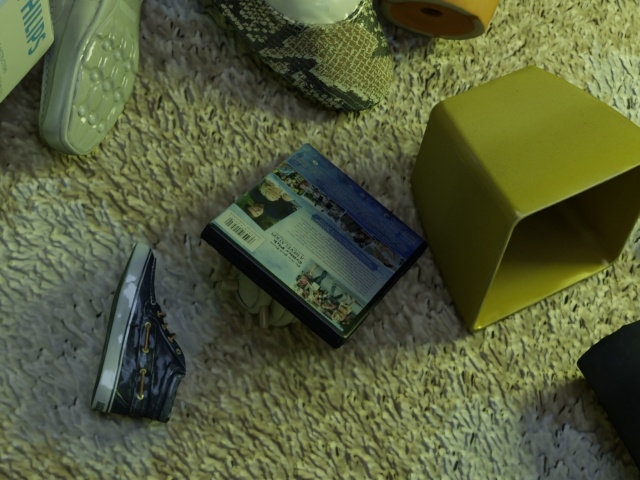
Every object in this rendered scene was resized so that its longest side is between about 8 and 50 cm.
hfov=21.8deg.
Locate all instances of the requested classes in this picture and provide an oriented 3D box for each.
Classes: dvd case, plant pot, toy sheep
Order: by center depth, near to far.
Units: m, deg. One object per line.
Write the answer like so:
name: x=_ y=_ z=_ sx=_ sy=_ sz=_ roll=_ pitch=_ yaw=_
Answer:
toy sheep: x=-0.046 y=0.050 z=1.738 sx=0.132 sy=0.091 sz=0.091 roll=2 pitch=64 yaw=-36
dvd case: x=0.000 y=0.000 z=1.744 sx=0.180 sy=0.022 sz=0.253 roll=40 pitch=32 yaw=4
plant pot: x=0.215 y=-0.063 z=1.810 sx=0.212 sy=0.212 sz=0.187 roll=-24 pitch=61 yaw=-25
plant pot: x=0.149 y=-0.343 z=1.928 sx=0.205 sy=0.205 sz=0.188 roll=15 pitch=77 yaw=-9

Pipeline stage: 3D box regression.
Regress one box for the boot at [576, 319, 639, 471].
boot: x=0.375 y=0.296 z=1.701 sx=0.367 sy=0.146 sz=0.445 roll=-17 pitch=69 yaw=-10

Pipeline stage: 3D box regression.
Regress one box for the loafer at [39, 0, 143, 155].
loafer: x=-0.258 y=-0.239 z=1.813 sx=0.111 sy=0.112 sz=0.320 roll=0 pitch=65 yaw=25

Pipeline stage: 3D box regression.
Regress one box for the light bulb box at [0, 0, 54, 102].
light bulb box: x=-0.508 y=-0.209 z=1.608 sx=0.358 sy=0.225 sz=0.361 roll=38 pitch=75 yaw=3

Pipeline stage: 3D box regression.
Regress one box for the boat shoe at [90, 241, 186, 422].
boat shoe: x=-0.175 y=0.096 z=1.696 sx=0.083 sy=0.065 sz=0.183 roll=15 pitch=68 yaw=-12

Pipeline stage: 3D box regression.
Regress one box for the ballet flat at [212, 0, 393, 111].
ballet flat: x=-0.080 y=-0.359 z=1.864 sx=0.164 sy=0.182 sz=0.483 roll=-34 pitch=79 yaw=-28
